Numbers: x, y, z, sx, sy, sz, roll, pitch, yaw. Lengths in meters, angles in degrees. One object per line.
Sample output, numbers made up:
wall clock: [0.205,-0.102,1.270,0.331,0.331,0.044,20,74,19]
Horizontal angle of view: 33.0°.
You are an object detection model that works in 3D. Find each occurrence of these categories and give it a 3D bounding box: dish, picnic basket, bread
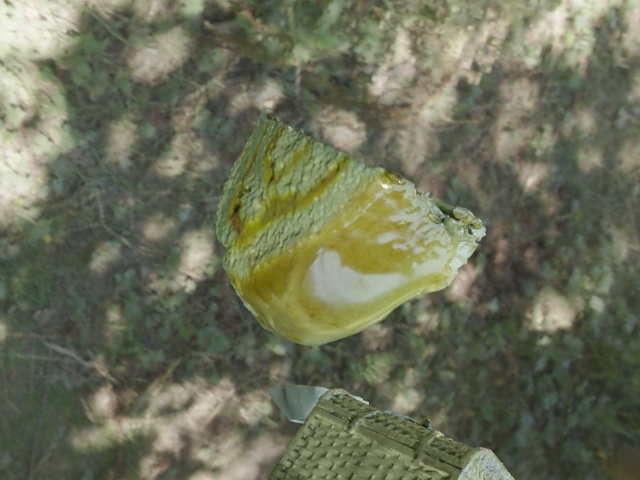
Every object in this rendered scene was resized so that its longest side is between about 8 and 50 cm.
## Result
dish: [-0.012,0.198,1.276,0.091,0.137,0.039,23,70,-36]
picnic basket: [0.071,0.246,1.060,0.154,0.196,0.134,-57,134,-17]
bread: [0.002,0.003,0.574,0.103,0.156,0.110,32,88,-30]
